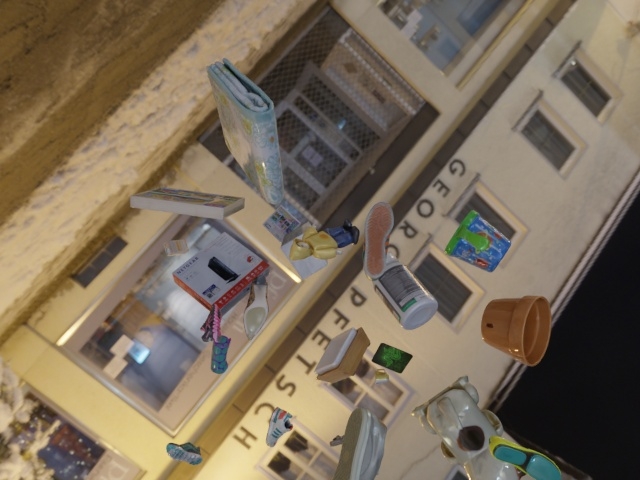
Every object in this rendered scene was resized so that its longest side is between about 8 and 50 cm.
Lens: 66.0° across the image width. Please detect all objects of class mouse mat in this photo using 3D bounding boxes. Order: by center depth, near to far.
[{"bbox_3d":[0.320,0.533,2.220,0.189,0.153,0.007,105,9,-48],"label":"mouse mat"}]

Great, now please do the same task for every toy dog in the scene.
[{"bbox_3d":[0.593,0.752,1.875,0.285,0.407,0.395,-33,163,-9],"label":"toy dog"}]

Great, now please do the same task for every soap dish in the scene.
[{"bbox_3d":[0.102,0.541,2.293,0.229,0.118,0.291,-56,-176,-31],"label":"soap dish"}]

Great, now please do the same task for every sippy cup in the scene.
[{"bbox_3d":[0.707,0.019,2.182,0.305,0.224,0.240,-38,156,-45],"label":"sippy cup"}]

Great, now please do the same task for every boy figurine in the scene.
[{"bbox_3d":[0.000,0.000,1.846,0.285,0.177,0.092,-17,141,-29],"label":"boy figurine"}]

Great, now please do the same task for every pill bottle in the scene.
[{"bbox_3d":[0.380,0.235,2.370,0.204,0.204,0.361,-46,-130,14],"label":"pill bottle"}]

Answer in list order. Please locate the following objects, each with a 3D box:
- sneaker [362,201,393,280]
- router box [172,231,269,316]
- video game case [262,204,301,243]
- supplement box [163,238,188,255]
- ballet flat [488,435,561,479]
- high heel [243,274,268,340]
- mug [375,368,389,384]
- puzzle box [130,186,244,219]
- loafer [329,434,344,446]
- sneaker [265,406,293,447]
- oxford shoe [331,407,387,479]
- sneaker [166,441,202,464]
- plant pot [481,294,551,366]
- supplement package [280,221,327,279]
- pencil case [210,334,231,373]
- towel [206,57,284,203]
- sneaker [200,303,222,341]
[{"bbox_3d":[0.209,0.006,1.874,0.121,0.108,0.302,95,6,-74],"label":"sneaker"},{"bbox_3d":[-0.458,0.155,2.291,0.335,0.301,0.082,-44,158,-32],"label":"router box"},{"bbox_3d":[-0.200,-0.083,2.519,0.143,0.157,0.019,-46,155,-1],"label":"video game case"},{"bbox_3d":[-0.663,0.033,2.262,0.036,0.062,0.098,-31,165,39],"label":"supplement box"},{"bbox_3d":[0.596,0.636,1.448,0.077,0.231,0.077,-63,-174,7],"label":"ballet flat"},{"bbox_3d":[-0.260,0.272,2.000,0.186,0.093,0.261,138,-37,-78],"label":"high heel"},{"bbox_3d":[0.297,0.659,2.372,0.078,0.064,0.062,71,18,-57],"label":"mug"},{"bbox_3d":[-0.561,-0.165,2.114,0.272,0.409,0.052,-57,154,-72],"label":"puzzle box"},{"bbox_3d":[0.073,0.776,1.918,0.045,0.125,0.039,-34,-121,28],"label":"loafer"},{"bbox_3d":[-0.134,0.636,1.647,0.057,0.075,0.161,-42,146,-66],"label":"sneaker"},{"bbox_3d":[0.120,0.786,1.619,0.169,0.130,0.449,-16,-127,67],"label":"oxford shoe"},{"bbox_3d":[-0.557,0.855,2.010,0.065,0.166,0.076,-44,-151,12],"label":"sneaker"},{"bbox_3d":[0.819,0.362,2.081,0.204,0.290,0.291,6,-130,46],"label":"plant pot"},{"bbox_3d":[-0.073,0.045,2.381,0.149,0.194,0.203,-31,-166,11],"label":"supplement package"},{"bbox_3d":[-0.384,0.439,1.895,0.064,0.070,0.151,-117,-147,-52],"label":"pencil case"},{"bbox_3d":[-0.216,-0.332,1.474,0.090,0.374,0.320,-25,139,-15],"label":"towel"},{"bbox_3d":[-0.298,0.223,1.329,0.057,0.047,0.119,-13,-135,5],"label":"sneaker"}]
